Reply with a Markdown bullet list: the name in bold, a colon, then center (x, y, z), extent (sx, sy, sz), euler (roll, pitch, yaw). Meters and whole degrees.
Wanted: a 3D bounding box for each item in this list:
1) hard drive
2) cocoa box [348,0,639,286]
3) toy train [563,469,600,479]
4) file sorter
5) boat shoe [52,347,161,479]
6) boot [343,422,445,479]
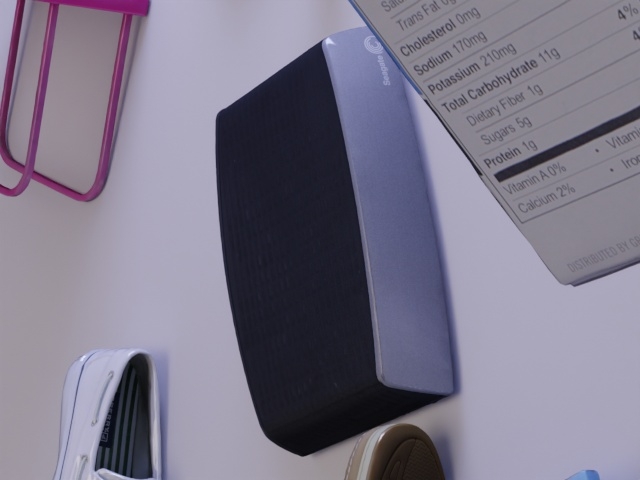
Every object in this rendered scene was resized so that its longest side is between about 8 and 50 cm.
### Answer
- **hard drive**: center (0.000, 0.000, 1.152), extent (0.172, 0.054, 0.255), euler (-29, 63, 45)
- **cocoa box**: center (0.177, -0.192, 0.680), extent (0.228, 0.347, 0.231), euler (52, 138, -10)
- **toy train**: center (0.099, 0.187, 0.964), extent (0.184, 0.105, 0.080), euler (-38, 58, 42)
- **file sorter**: center (-0.323, -0.138, 1.388), extent (0.202, 0.290, 0.182), euler (22, 105, 50)
- **boat shoe**: center (-0.158, 0.188, 1.300), extent (0.075, 0.083, 0.226), euler (-20, 69, 49)
- **boot**: center (0.001, 0.213, 1.106), extent (0.165, 0.077, 0.213), euler (5, 92, 53)
